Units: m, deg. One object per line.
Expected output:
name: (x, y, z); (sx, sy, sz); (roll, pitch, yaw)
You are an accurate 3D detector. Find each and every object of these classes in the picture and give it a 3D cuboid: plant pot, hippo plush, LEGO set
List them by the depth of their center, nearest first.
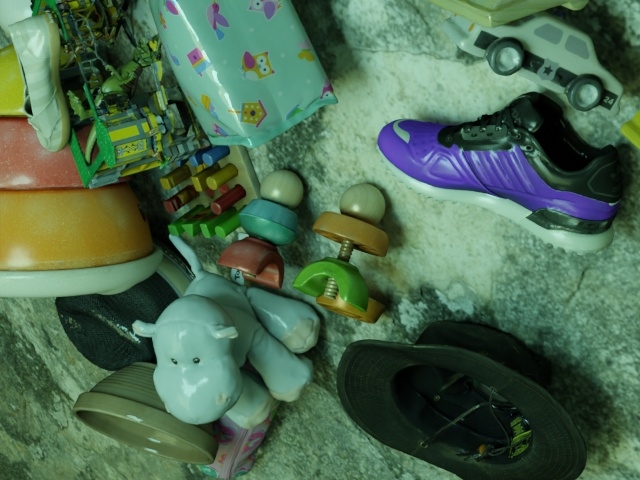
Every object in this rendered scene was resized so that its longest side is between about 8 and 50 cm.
LEGO set: (-0.246, -0.230, 1.481); (0.331, 0.192, 0.255); (65, 156, 13)
hippo plush: (-0.127, 0.141, 1.590); (0.234, 0.236, 0.294); (0, 93, 8)
plant pot: (-0.264, 0.266, 1.784); (0.237, 0.110, 0.237); (17, 157, 7)

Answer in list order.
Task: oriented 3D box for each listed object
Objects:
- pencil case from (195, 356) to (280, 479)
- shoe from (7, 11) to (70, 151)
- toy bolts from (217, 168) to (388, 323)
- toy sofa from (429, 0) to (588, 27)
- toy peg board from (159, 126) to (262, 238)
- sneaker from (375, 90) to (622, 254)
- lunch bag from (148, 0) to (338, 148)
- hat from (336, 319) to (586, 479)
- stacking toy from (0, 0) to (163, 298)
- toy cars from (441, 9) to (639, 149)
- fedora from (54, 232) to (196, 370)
pencil case: (-0.137, 0.289, 1.854); (0.124, 0.124, 0.284); (40, 141, 14)
shoe: (-0.365, -0.199, 1.445); (0.076, 0.058, 0.219); (55, 151, 34)
toy bolts: (0.000, 0.000, 1.525); (0.228, 0.159, 0.218); (17, 171, 23)
toy sofa: (0.173, -0.394, 1.019); (0.150, 0.177, 0.363); (41, 148, 53)
toy peg board: (-0.173, -0.077, 1.635); (0.161, 0.079, 0.161); (2, 121, 43)
sneaker: (0.202, -0.106, 1.241); (0.293, 0.102, 0.146); (23, 130, 24)
lunch bag: (-0.113, -0.239, 1.380); (0.223, 0.160, 0.262); (63, 167, -15)
hat: (0.194, 0.185, 1.441); (0.331, 0.134, 0.331); (19, 145, 14)
stacking toy: (-0.409, -0.168, 1.643); (0.350, 0.350, 0.480); (9, 103, 40)
toy cars: (0.302, -0.143, 1.071); (0.393, 0.176, 0.087); (34, 111, 19)
fedora: (-0.330, 0.127, 1.889); (0.334, 0.152, 0.334); (26, 135, 28)
